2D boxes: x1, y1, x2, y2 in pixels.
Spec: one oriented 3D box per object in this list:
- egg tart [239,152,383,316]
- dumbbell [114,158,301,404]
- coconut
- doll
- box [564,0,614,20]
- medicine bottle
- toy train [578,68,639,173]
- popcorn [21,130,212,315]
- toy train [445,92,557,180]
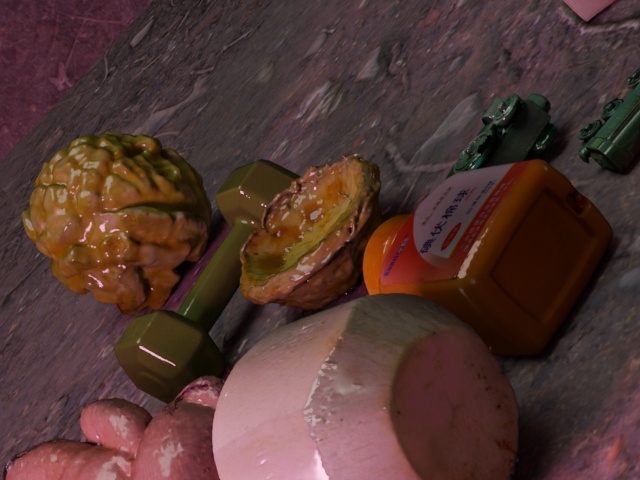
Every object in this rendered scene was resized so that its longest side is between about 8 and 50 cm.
[{"bbox_3d":[0.001,0.000,2.022,0.212,0.090,0.212,-42,22,21],"label":"egg tart"},{"bbox_3d":[-0.115,0.046,2.150,0.108,0.121,0.302,11,58,35],"label":"dumbbell"},{"bbox_3d":[0.032,0.155,1.486,0.241,0.241,0.241,-41,21,19],"label":"coconut"},{"bbox_3d":[-0.172,0.245,1.811,0.303,0.156,0.201,-12,72,38],"label":"doll"},{"bbox_3d":[0.357,-0.362,1.990,0.256,0.069,0.164,-37,22,29],"label":"box"},{"bbox_3d":[0.134,0.019,1.671,0.149,0.112,0.222,-55,21,-20],"label":"medicine bottle"},{"bbox_3d":[0.294,-0.125,1.722,0.148,0.038,0.071,-50,22,-6],"label":"toy train"},{"bbox_3d":[-0.255,-0.013,2.427,0.259,0.259,0.212,-45,35,8],"label":"popcorn"},{"bbox_3d":[0.162,-0.066,1.845,0.178,0.071,0.104,-56,10,-18],"label":"toy train"}]
